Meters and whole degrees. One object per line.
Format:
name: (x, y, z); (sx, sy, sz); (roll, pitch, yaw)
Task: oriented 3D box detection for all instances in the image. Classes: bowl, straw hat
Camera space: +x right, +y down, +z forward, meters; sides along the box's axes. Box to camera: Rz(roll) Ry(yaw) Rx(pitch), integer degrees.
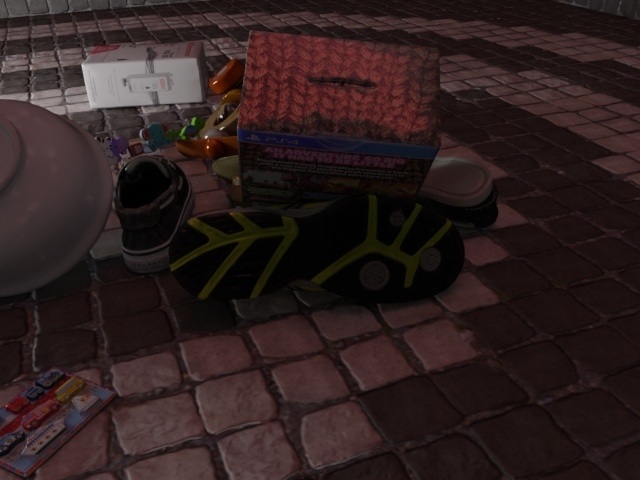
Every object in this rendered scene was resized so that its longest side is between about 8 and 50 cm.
bowl: (-0.446, -0.082, 0.880); (0.298, 0.134, 0.297); (0, 68, 1)
straw hat: (-0.117, -0.084, 1.088); (0.145, 0.144, 0.061); (6, 68, 13)

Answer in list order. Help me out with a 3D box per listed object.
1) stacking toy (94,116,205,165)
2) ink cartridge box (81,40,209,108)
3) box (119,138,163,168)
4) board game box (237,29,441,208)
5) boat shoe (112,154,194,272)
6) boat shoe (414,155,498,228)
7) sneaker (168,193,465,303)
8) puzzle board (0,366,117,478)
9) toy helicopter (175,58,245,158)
stacking toy: (-0.332, -0.179, 1.172); (0.221, 0.052, 0.167); (-25, 15, -27)
ink cartridge box: (-0.438, -0.429, 1.668); (0.283, 0.117, 0.207); (-4, 29, -4)
box: (-0.358, -0.166, 1.291); (0.081, 0.028, 0.136); (-12, 33, -18)
board game box: (0.015, -0.122, 0.879); (0.232, 0.291, 0.141); (5, 67, -3)
boat shoe: (-0.263, -0.080, 1.036); (0.121, 0.119, 0.335); (-8, 30, -11)
boat shoe: (0.162, -0.100, 1.086); (0.114, 0.091, 0.302); (-43, 44, -12)
sneaker: (0.000, 0.000, 0.866); (0.385, 0.145, 0.147); (3, 10, -8)
puzzle board: (-0.292, 0.183, 0.679); (0.096, 0.011, 0.128); (12, 33, 24)
toy helicopter: (-0.143, -0.246, 1.262); (0.235, 0.140, 0.355); (-52, 27, -19)
